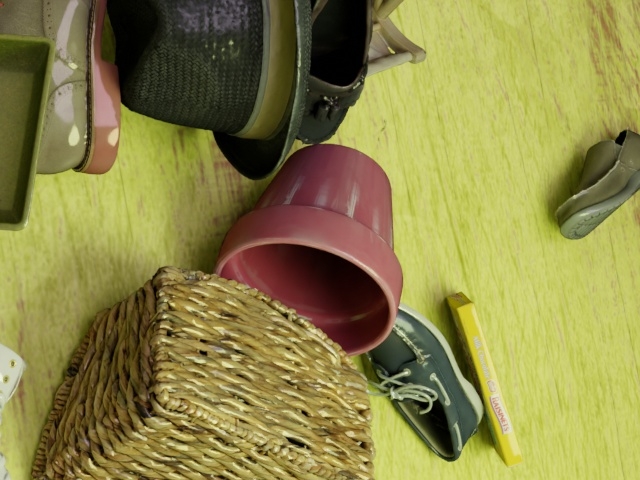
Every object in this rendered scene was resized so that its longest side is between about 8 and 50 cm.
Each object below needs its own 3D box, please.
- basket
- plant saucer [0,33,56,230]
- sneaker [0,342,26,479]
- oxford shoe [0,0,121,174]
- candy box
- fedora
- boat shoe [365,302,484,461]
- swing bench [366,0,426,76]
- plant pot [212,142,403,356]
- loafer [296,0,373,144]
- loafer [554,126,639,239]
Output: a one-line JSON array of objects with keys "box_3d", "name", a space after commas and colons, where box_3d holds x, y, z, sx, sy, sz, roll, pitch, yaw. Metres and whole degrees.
[{"box_3d": [-0.121, 0.183, 1.519, 0.299, 0.223, 0.213, 29, 37, -31], "name": "basket"}, {"box_3d": [-0.345, -0.101, 1.370, 0.188, 0.045, 0.188, 5, 76, 6], "name": "plant saucer"}, {"box_3d": [-0.311, 0.189, 1.363, 0.169, 0.108, 0.292, -47, 111, -31], "name": "sneaker"}, {"box_3d": [-0.283, -0.236, 1.448, 0.130, 0.123, 0.348, -6, 83, -30], "name": "oxford shoe"}, {"box_3d": [0.200, 0.168, 1.792, 0.027, 0.105, 0.206, -18, 95, -3], "name": "candy box"}, {"box_3d": [-0.127, -0.206, 1.462, 0.152, 0.334, 0.334, -5, 86, -19], "name": "fedora"}, {"box_3d": [0.106, 0.163, 1.709, 0.254, 0.095, 0.079, 56, 47, -39], "name": "boat shoe"}, {"box_3d": [0.022, -0.306, 1.654, 0.253, 0.255, 0.165, -24, 61, -40], "name": "swing bench"}, {"box_3d": [0.000, 0.000, 1.604, 0.201, 0.201, 0.180, 41, 44, -27], "name": "plant pot"}, {"box_3d": [0.001, -0.195, 1.497, 0.109, 0.303, 0.095, -16, 54, -17], "name": "loafer"}, {"box_3d": [0.381, -0.081, 1.996, 0.087, 0.094, 0.251, 49, 43, 7], "name": "loafer"}]
